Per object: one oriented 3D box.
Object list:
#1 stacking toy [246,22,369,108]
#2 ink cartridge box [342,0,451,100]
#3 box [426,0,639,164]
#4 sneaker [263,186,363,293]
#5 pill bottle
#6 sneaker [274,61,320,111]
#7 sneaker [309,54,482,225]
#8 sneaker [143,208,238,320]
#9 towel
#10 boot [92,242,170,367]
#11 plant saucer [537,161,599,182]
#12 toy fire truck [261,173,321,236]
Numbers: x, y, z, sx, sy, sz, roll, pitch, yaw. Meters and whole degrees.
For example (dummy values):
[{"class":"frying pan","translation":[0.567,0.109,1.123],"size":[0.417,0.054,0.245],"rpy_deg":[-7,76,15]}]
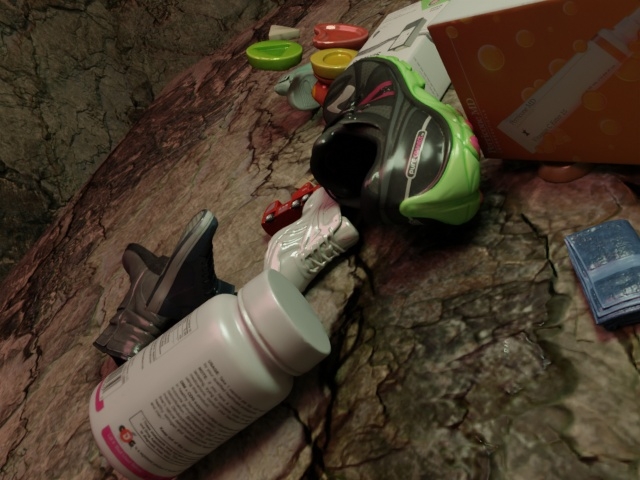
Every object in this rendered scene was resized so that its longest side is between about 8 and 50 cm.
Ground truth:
[{"class":"stacking toy","translation":[-0.021,-0.422,1.294],"size":[0.279,0.130,0.309],"rpy_deg":[6,39,10]},{"class":"ink cartridge box","translation":[0.176,-0.366,1.074],"size":[0.198,0.115,0.273],"rpy_deg":[1,50,49]},{"class":"box","translation":[0.330,-0.217,0.580],"size":[0.168,0.215,0.345],"rpy_deg":[-49,34,-20]},{"class":"sneaker","translation":[0.000,0.000,0.827],"size":[0.115,0.090,0.232],"rpy_deg":[2,52,46]},{"class":"pill bottle","translation":[-0.137,0.171,0.683],"size":[0.283,0.160,0.160],"rpy_deg":[-37,30,8]},{"class":"sneaker","translation":[-0.066,-0.394,1.408],"size":[0.151,0.094,0.256],"rpy_deg":[-13,30,30]},{"class":"sneaker","translation":[0.070,-0.170,0.830],"size":[0.202,0.185,0.483],"rpy_deg":[-13,29,-8]},{"class":"sneaker","translation":[-0.165,0.062,0.837],"size":[0.226,0.163,0.086],"rpy_deg":[-54,15,36]},{"class":"towel","translation":[0.287,0.029,0.515],"size":[0.067,0.029,0.119],"rpy_deg":[-25,33,25]},{"class":"boot","translation":[-0.386,0.130,1.078],"size":[0.338,0.118,0.222],"rpy_deg":[6,59,57]},{"class":"plant saucer","translation":[0.316,-0.108,0.675],"size":[0.083,0.015,0.083],"rpy_deg":[-29,33,20]},{"class":"toy fire truck","translation":[-0.024,-0.094,1.014],"size":[0.192,0.047,0.135],"rpy_deg":[-26,33,26]}]
